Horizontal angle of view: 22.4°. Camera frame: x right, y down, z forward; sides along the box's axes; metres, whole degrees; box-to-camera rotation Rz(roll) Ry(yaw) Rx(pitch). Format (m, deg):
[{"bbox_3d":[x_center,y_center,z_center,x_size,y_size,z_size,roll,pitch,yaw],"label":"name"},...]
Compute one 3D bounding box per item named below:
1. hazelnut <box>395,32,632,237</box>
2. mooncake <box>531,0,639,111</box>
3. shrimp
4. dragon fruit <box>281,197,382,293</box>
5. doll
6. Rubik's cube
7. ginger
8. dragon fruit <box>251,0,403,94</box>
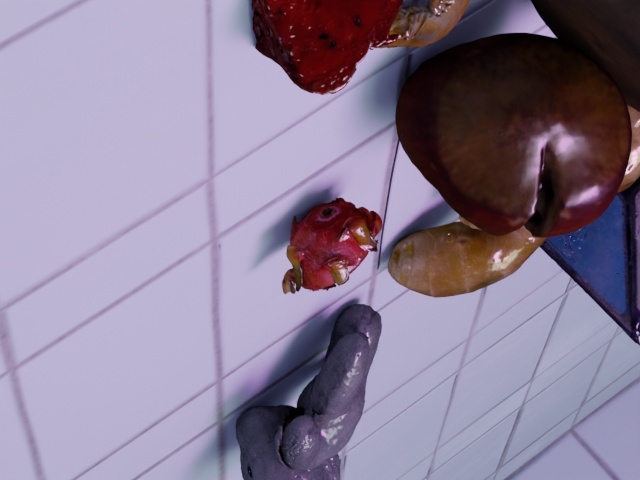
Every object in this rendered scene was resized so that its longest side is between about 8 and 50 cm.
[{"bbox_3d":[0.200,-0.115,1.708,0.252,0.217,0.217,16,134,-13],"label":"hazelnut"},{"bbox_3d":[0.349,-0.240,1.635,0.161,0.290,0.290,-46,159,-1],"label":"mooncake"},{"bbox_3d":[0.092,-0.226,1.553,0.162,0.045,0.095,-19,150,-41],"label":"shrimp"},{"bbox_3d":[0.004,-0.004,1.793,0.126,0.068,0.112,-16,-141,36],"label":"dragon fruit"},{"bbox_3d":[-0.026,0.229,2.161,0.246,0.158,0.340,-66,173,-59],"label":"doll"},{"bbox_3d":[0.463,-0.062,2.147,0.305,0.307,0.310,-48,158,19],"label":"Rubik's cube"},{"bbox_3d":[0.267,-0.058,1.992,0.348,0.122,0.363,-10,140,-12],"label":"ginger"},{"bbox_3d":[0.020,-0.230,1.425,0.192,0.122,0.092,-43,-161,-5],"label":"dragon fruit"}]
